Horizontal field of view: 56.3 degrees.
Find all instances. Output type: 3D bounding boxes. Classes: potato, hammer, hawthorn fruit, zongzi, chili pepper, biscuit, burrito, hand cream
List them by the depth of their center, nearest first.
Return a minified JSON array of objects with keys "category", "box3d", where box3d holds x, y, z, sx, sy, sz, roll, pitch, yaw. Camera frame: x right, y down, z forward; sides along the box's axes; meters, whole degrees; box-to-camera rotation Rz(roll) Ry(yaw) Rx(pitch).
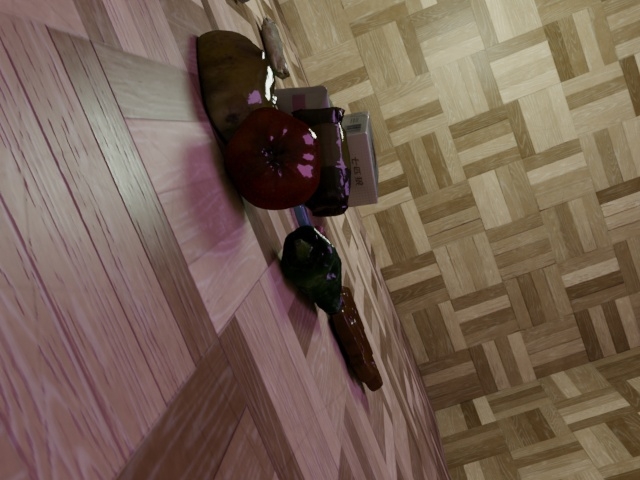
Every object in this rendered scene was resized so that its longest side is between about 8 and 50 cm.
[{"category":"hawthorn fruit","box3d":[-0.077,-0.124,0.971,0.203,0.163,0.162,177,-108,-81]},{"category":"potato","box3d":[-0.134,-0.277,1.059,0.160,0.111,0.271,58,13,-47]},{"category":"chili pepper","box3d":[-0.010,0.049,1.138,0.270,0.099,0.136,65,32,-70]},{"category":"biscuit","box3d":[0.078,0.223,1.464,0.301,0.043,0.278,-99,165,-59]},{"category":"hammer","box3d":[0.000,0.000,1.512,0.043,0.043,0.083,-101,169,-48]},{"category":"zongzi","box3d":[-0.008,-0.164,1.613,0.317,0.154,0.289,106,-20,-68]},{"category":"hand cream","box3d":[-0.015,-0.297,1.783,0.118,0.186,0.358,-59,141,-36]},{"category":"burrito","box3d":[-0.154,-0.641,2.011,0.082,0.059,0.275,44,26,-56]}]

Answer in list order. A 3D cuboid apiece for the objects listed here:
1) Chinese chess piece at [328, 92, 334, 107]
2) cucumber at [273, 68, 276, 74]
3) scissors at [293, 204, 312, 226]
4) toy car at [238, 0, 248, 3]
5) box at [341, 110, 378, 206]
[{"category":"Chinese chess piece","box3d":[0.024,-0.376,2.164,0.349,0.147,0.349,-24,90,-83]},{"category":"cucumber","box3d":[-0.149,-0.477,1.706,0.155,0.037,0.037,-89,157,-73]},{"category":"scissors","box3d":[-0.066,-0.135,1.435,0.125,0.030,0.256,42,30,-78]},{"category":"toy car","box3d":[-0.164,-0.762,1.698,0.089,0.210,0.108,-69,139,-61]},{"category":"box","box3d":[0.117,-0.255,1.806,0.330,0.095,0.210,-79,159,-67]}]
